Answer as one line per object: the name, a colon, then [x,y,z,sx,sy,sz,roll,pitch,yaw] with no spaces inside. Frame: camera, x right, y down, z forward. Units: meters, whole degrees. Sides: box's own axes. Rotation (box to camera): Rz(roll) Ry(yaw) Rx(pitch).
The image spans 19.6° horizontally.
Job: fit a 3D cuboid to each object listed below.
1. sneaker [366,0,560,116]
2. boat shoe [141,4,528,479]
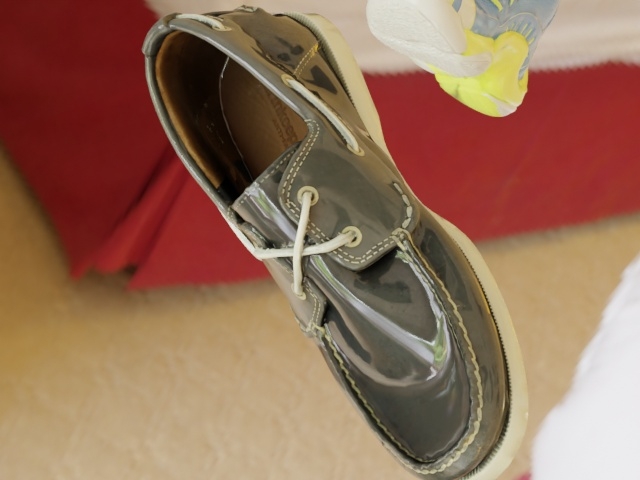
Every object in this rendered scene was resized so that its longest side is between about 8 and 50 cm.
sneaker: [0.107,-0.174,1.292,0.091,0.126,0.240,27,-2,18]
boat shoe: [0.000,0.000,0.721,0.079,0.084,0.233,7,44,-46]
